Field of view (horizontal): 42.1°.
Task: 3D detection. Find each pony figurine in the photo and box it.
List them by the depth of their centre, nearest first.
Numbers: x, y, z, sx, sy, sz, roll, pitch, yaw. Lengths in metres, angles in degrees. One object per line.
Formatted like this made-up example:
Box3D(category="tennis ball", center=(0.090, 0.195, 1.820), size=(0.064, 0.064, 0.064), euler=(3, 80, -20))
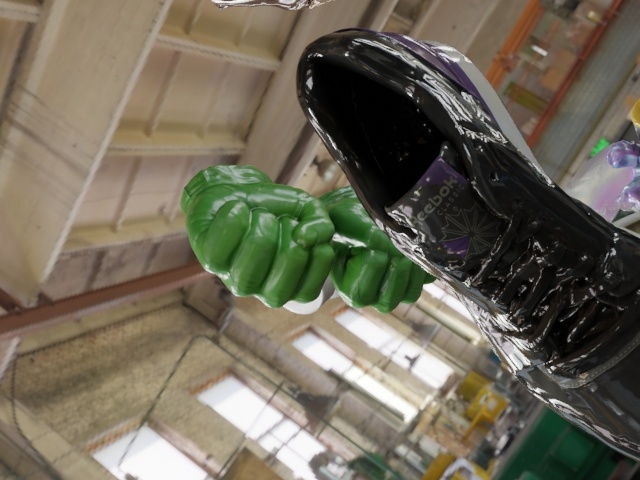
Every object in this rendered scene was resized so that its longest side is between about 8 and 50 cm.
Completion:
Box3D(category="pony figurine", center=(0.498, -0.089, 1.131), size=(0.351, 0.303, 0.363), euler=(-54, -28, 9))

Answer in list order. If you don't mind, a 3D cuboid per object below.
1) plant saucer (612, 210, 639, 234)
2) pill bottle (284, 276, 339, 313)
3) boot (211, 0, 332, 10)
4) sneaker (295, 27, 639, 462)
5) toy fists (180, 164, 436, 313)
Box3D(category="plant saucer", center=(0.595, 0.099, 1.359), size=(0.400, 0.400, 0.101), euler=(-49, -52, -26))
Box3D(category="pill bottle", center=(0.018, 0.013, 1.252), size=(0.221, 0.121, 0.121), euler=(-43, -19, -47))
Box3D(category="boot", center=(-0.066, -0.362, 1.106), size=(0.248, 0.206, 0.090), euler=(33, -127, -83))
Box3D(category="sneaker", center=(0.086, 0.007, 0.409), size=(0.107, 0.283, 0.124), euler=(-50, -22, 22))
Box3D(category="toy fists", center=(0.000, 0.000, 0.827), size=(0.279, 0.142, 0.096), euler=(7, -52, -35))
